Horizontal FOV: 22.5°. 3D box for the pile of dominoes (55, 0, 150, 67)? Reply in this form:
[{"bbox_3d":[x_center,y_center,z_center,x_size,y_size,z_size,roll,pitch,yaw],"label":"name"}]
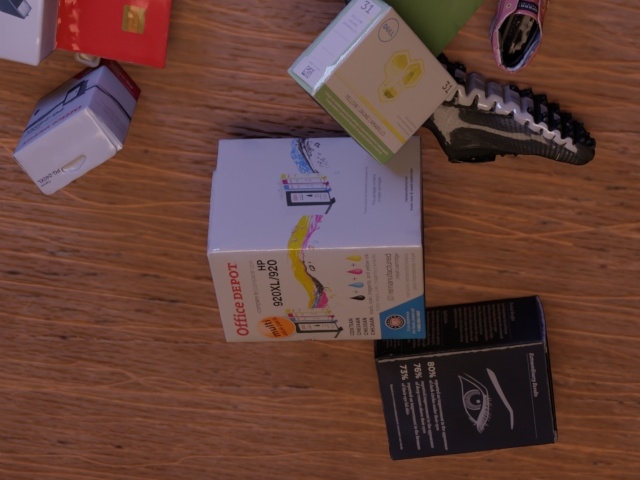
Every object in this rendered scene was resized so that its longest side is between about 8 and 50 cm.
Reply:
[{"bbox_3d":[-0.288,-0.333,1.753,0.251,0.040,0.196,38,115,-7],"label":"pile of dominoes"}]

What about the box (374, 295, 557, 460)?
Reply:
[{"bbox_3d":[0.176,0.167,1.948,0.207,0.108,0.153,-6,118,6],"label":"box"}]

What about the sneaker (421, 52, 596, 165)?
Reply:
[{"bbox_3d":[0.191,-0.125,1.810,0.234,0.078,0.106,23,120,-5],"label":"sneaker"}]

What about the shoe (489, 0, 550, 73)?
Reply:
[{"bbox_3d":[0.227,-0.268,1.723,0.063,0.081,0.178,15,118,-5],"label":"shoe"}]

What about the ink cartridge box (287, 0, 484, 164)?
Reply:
[{"bbox_3d":[0.093,-0.211,1.672,0.235,0.056,0.171,-47,143,2],"label":"ink cartridge box"}]

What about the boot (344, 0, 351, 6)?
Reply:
[{"bbox_3d":[0.004,-0.314,1.719,0.229,0.091,0.263,24,113,-4],"label":"boot"}]

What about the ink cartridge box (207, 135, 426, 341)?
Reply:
[{"bbox_3d":[0.000,0.000,1.808,0.232,0.168,0.171,-1,140,4],"label":"ink cartridge box"}]

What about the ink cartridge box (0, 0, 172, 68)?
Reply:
[{"bbox_3d":[-0.282,-0.331,1.695,0.261,0.066,0.296,12,116,6],"label":"ink cartridge box"}]

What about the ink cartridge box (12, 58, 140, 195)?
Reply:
[{"bbox_3d":[-0.268,-0.129,1.784,0.109,0.150,0.063,-31,113,18],"label":"ink cartridge box"}]
